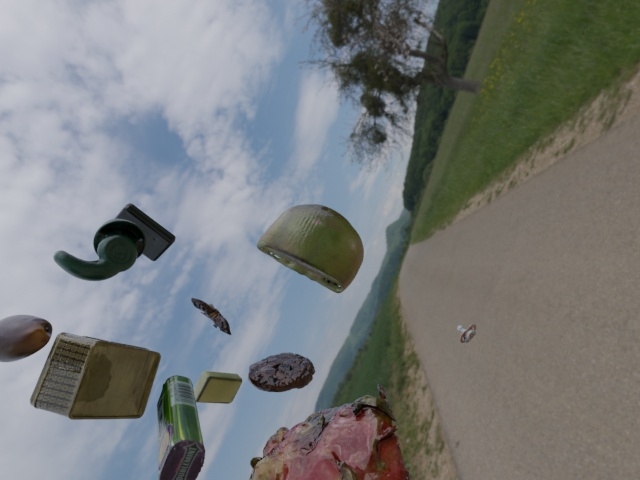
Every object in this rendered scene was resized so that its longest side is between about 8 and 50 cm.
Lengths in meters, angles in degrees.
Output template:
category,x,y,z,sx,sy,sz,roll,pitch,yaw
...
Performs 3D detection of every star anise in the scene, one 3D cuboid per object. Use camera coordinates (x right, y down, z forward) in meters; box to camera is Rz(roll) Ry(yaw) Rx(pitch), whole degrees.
category,x,y,z,sx,sy,sz,roll,pitch,yaw
star anise,-0.406,0.286,1.602,0.053,0.212,0.157,-49,-5,-14

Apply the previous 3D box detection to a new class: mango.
category,x,y,z,sx,sy,sz,roll,pitch,yaw
mango,-0.810,0.258,1.105,0.111,0.268,0.133,56,-141,-30

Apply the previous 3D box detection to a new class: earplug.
category,x,y,z,sx,sy,sz,roll,pitch,yaw
earplug,-0.733,0.027,1.445,0.280,0.258,0.163,44,157,60

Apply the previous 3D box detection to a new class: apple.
category,x,y,z,sx,sy,sz,roll,pitch,yaw
apple,0.000,0.000,1.061,0.193,0.265,0.120,-61,8,-14

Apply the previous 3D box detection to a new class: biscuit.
category,x,y,z,sx,sy,sz,roll,pitch,yaw
biscuit,-0.109,0.368,1.189,0.192,0.192,0.049,-26,-61,-74

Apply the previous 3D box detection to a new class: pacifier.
category,x,y,z,sx,sy,sz,roll,pitch,yaw
pacifier,0.623,0.395,1.808,0.099,0.078,0.081,-40,-47,-15

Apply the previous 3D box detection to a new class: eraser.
category,x,y,z,sx,sy,sz,roll,pitch,yaw
eraser,-0.406,0.578,1.658,0.172,0.058,0.117,25,-85,-45

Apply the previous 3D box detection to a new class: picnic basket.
category,x,y,z,sx,sy,sz,roll,pitch,yaw
picnic basket,-0.686,0.430,1.316,0.313,0.176,0.227,49,-131,-61

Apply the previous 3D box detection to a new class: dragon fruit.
category,x,y,z,sx,sy,sz,roll,pitch,yaw
dragon fruit,0.001,0.429,0.692,0.296,0.263,0.314,98,166,-57

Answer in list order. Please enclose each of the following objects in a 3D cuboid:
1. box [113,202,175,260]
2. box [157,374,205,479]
category,x,y,z,sx,sy,sz,roll,pitch,yaw
box,-0.713,-0.030,1.685,0.160,0.230,0.050,-39,22,26
box,-0.387,0.507,1.152,0.345,0.097,0.134,21,91,66
